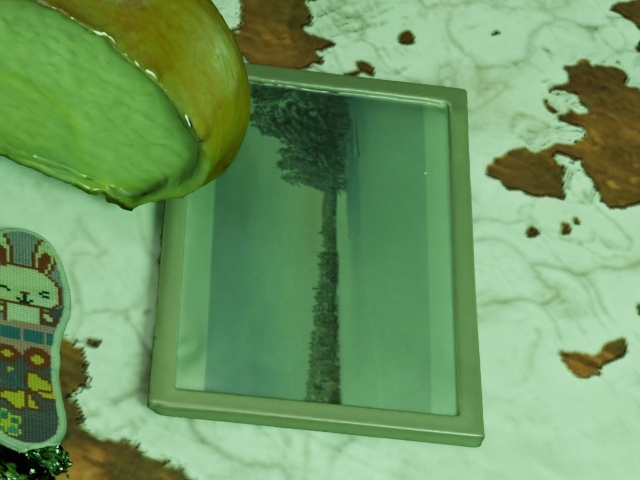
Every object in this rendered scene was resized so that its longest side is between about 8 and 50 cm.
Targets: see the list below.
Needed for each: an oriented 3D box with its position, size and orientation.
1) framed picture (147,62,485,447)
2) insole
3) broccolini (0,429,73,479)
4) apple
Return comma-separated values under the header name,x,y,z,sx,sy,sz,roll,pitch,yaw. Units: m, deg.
name,x,y,z,sx,sy,sz,roll,pitch,yaw
framed picture,0.000,0.000,1.292,0.213,0.016,0.289,7,53,-7
insole,-0.183,0.056,1.187,0.065,0.004,0.197,14,37,-19
broccolini,-0.283,0.100,1.128,0.271,0.062,0.123,31,39,3
apple,-0.205,-0.143,1.252,0.346,0.254,0.179,20,92,-3
